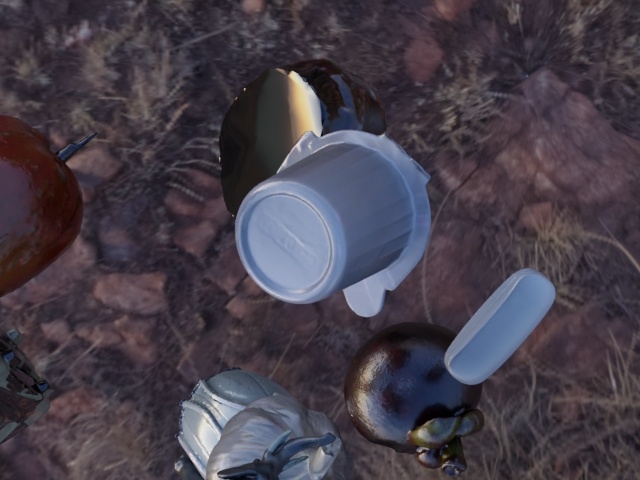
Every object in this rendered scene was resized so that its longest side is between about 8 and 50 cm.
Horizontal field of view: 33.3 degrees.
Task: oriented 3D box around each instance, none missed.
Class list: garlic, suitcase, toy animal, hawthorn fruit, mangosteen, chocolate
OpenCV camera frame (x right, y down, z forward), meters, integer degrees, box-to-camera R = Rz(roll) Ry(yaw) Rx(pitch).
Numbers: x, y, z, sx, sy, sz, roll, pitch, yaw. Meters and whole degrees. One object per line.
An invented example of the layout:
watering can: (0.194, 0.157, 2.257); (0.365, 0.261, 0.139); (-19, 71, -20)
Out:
garlic: (-0.026, 0.306, 1.427); (0.218, 0.218, 0.212); (56, 140, -1)
suitcase: (-0.596, 0.233, 1.565); (0.339, 0.351, 0.194); (-33, 72, -10)
toy animal: (-0.114, 0.297, 1.225); (0.137, 0.269, 0.082); (8, 129, 49)
hawthorn fruit: (-0.433, -0.069, 1.455); (0.300, 0.254, 0.254); (-37, 90, -9)
mangosteen: (0.162, 0.256, 1.698); (0.228, 0.228, 0.265); (-41, 56, 14)
chocolate: (-0.014, -0.171, 1.838); (0.340, 0.210, 0.225); (-44, 64, 47)

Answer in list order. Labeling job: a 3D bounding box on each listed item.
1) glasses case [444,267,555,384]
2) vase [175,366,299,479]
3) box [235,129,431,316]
glasses case: (0.254, 0.123, 1.514); (0.074, 0.049, 0.193); (34, 103, -25)
vase: (-0.068, 0.427, 1.971); (0.445, 0.250, 0.250); (37, 107, 42)
box: (0.000, 0.000, 1.535); (0.262, 0.206, 0.291); (6, 108, 31)
